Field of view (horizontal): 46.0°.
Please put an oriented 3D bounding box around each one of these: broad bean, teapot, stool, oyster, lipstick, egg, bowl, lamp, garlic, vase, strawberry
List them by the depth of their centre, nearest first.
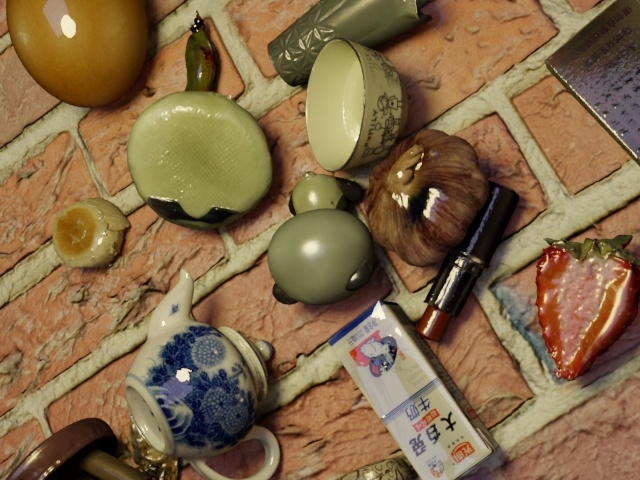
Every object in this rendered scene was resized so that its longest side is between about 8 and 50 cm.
[{"bbox_3d":[0.440,0.107,1.217,0.174,0.098,0.228,-5,83,22],"label":"strawberry"},{"bbox_3d":[0.165,-0.080,1.287,0.245,0.160,0.245,-23,57,41],"label":"garlic"},{"bbox_3d":[0.251,0.038,1.309,0.081,0.081,0.300,25,90,23],"label":"lipstick"},{"bbox_3d":[0.073,-0.241,1.360,0.238,0.126,0.238,13,104,63],"label":"bowl"},{"bbox_3d":[0.000,0.000,1.372,0.197,0.198,0.244,-13,56,19],"label":"lamp"},{"bbox_3d":[-0.202,0.259,1.384,0.252,0.280,0.424,-25,91,58],"label":"teapot"},{"bbox_3d":[-0.461,0.488,1.422,0.178,0.272,0.272,38,97,19],"label":"stool"},{"bbox_3d":[0.044,-0.418,1.439,0.301,0.156,0.251,-29,45,22],"label":"vase"},{"bbox_3d":[-0.318,0.364,1.495,0.128,0.078,0.345,-2,78,13],"label":"oyster"},{"bbox_3d":[-0.255,-0.314,1.574,0.077,0.061,0.339,1,81,27],"label":"broad bean"},{"bbox_3d":[-0.503,-0.451,1.576,0.282,0.282,0.351,-14,87,19],"label":"egg"}]

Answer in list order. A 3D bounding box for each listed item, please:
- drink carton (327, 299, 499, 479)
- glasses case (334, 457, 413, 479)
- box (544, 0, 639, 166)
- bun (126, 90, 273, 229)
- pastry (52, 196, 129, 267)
[{"bbox_3d":[0.160,0.263,1.300,0.130,0.106,0.315,-40,71,13],"label":"drink carton"},{"bbox_3d":[0.004,0.483,1.308,0.354,0.137,0.085,-35,64,13],"label":"glasses case"},{"bbox_3d":[0.549,-0.243,1.254,0.180,0.047,0.325,-40,69,12],"label":"box"},{"bbox_3d":[-0.232,-0.166,1.479,0.283,0.179,0.283,0,111,0],"label":"bun"},{"bbox_3d":[-0.492,-0.014,1.609,0.166,0.088,0.166,-3,81,19],"label":"pastry"}]
